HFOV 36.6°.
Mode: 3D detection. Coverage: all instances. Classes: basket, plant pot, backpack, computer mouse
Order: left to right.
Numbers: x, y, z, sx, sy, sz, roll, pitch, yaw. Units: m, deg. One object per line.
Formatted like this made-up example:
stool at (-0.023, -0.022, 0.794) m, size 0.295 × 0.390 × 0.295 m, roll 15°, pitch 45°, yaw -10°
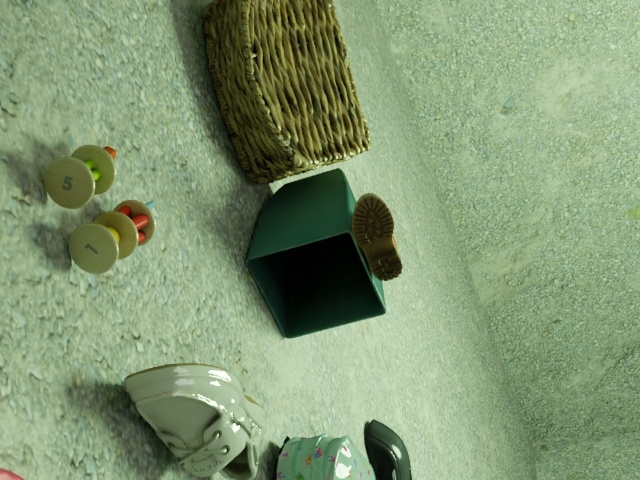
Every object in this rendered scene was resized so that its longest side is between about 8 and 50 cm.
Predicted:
basket at (-0.092, -0.240, 1.521) m, size 0.213 × 0.223 × 0.299 m, roll -19°, pitch 96°, yaw -40°
plant pot at (0.000, 0.000, 1.516) m, size 0.234 × 0.166 × 0.165 m, roll -86°, pitch 156°, yaw -53°
backpack at (0.010, 0.344, 1.347) m, size 0.152 × 0.115 × 0.182 m, roll -81°, pitch 150°, yaw -47°
computer mouse at (0.158, 0.447, 1.849) m, size 0.184 × 0.060 × 0.262 m, roll -40°, pitch 116°, yaw -71°

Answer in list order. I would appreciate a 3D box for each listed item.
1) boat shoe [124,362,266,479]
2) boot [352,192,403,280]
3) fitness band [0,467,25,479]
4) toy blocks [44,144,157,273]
boat shoe at (-0.122, 0.207, 1.049) m, size 0.277 × 0.098 × 0.096 m, roll 49°, pitch 30°, yaw -59°
boot at (0.075, -0.022, 1.389) m, size 0.158 × 0.059 × 0.084 m, roll 73°, pitch 5°, yaw -45°
fitness band at (-0.235, 0.309, 0.685) m, size 0.209 × 0.054 × 0.291 m, roll 40°, pitch 38°, yaw -59°
toy blocks at (-0.218, -0.044, 1.010) m, size 0.148 × 0.054 × 0.123 m, roll -52°, pitch 127°, yaw -69°
